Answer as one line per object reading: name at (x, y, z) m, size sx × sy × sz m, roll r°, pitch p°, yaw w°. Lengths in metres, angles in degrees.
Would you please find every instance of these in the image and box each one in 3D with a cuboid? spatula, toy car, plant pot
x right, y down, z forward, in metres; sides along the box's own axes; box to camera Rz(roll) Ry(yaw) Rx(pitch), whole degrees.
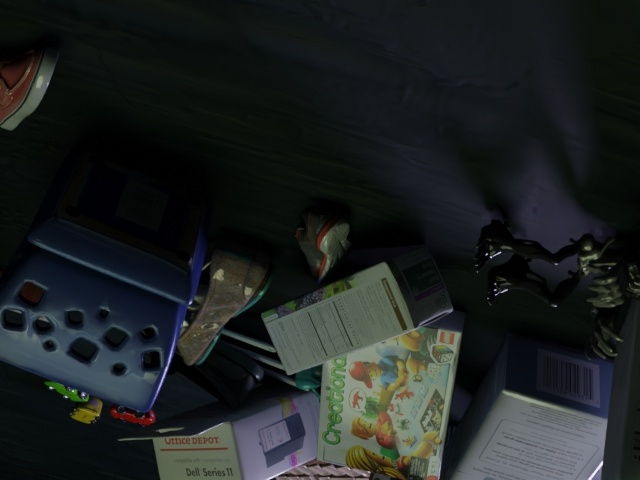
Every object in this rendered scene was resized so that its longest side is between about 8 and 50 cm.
spatula at (-0.138, 0.179, 1.625) m, size 0.242 × 0.019 × 0.168 m, roll 16°, pitch 152°, yaw 39°
toy car at (-0.487, 0.327, 2.101) m, size 0.239 × 0.053 × 0.225 m, roll -5°, pitch 145°, yaw 33°
plant pot at (-0.264, 0.035, 1.236) m, size 0.236 × 0.236 × 0.212 m, roll 23°, pitch 120°, yaw -12°

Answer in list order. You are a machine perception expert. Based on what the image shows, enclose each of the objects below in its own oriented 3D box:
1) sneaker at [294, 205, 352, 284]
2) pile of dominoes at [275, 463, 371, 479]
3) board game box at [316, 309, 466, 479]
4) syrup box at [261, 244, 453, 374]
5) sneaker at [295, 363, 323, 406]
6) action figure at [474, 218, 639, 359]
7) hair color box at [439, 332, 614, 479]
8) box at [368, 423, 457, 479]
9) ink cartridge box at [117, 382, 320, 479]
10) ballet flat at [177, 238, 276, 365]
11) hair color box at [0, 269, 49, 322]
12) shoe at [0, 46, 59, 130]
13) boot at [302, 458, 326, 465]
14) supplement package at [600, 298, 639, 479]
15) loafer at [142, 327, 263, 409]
sneaker at (0.000, 0.000, 1.266) m, size 0.065 × 0.061 × 0.158 m, roll 38°, pitch 156°, yaw 16°
pile of dominoes at (0.020, 0.526, 2.246) m, size 0.251 × 0.040 × 0.196 m, roll -3°, pitch 147°, yaw 16°
board game box at (0.099, 0.221, 1.464) m, size 0.193 × 0.053 × 0.305 m, roll 10°, pitch 124°, yaw 11°
syrup box at (0.044, 0.092, 1.287) m, size 0.237 × 0.096 × 0.093 m, roll -27°, pitch 176°, yaw 41°
sneaker at (0.037, 0.248, 1.624) m, size 0.107 × 0.110 × 0.275 m, roll -6°, pitch 146°, yaw 35°
action figure at (0.315, 0.050, 1.090) m, size 0.276 × 0.141 × 0.164 m, roll 5°, pitch 139°, yaw 22°
hair color box at (0.305, 0.315, 1.499) m, size 0.185 × 0.113 × 0.374 m, roll 16°, pitch 135°, yaw 0°
box at (0.168, 0.456, 1.789) m, size 0.142 × 0.247 × 0.163 m, roll 21°, pitch 151°, yaw -9°
ink cartridge box at (-0.135, 0.332, 1.657) m, size 0.207 × 0.119 × 0.353 m, roll -12°, pitch 180°, yaw 42°
ballet flat at (-0.168, 0.084, 1.448) m, size 0.106 × 0.107 × 0.316 m, roll 27°, pitch 140°, yaw -13°
hair color box at (-0.509, 0.094, 1.693) m, size 0.141 × 0.043 × 0.072 m, roll 19°, pitch 153°, yaw -4°
shoe at (-0.352, -0.177, 1.093) m, size 0.081 × 0.063 × 0.178 m, roll 24°, pitch 156°, yaw -26°
boot at (0.062, 0.370, 1.876) m, size 0.115 × 0.112 × 0.305 m, roll 7°, pitch 163°, yaw -32°
supplement package at (0.453, 0.215, 1.184) m, size 0.198 × 0.262 × 0.199 m, roll 9°, pitch 152°, yaw 12°
loafer at (-0.225, 0.193, 1.630) m, size 0.267 × 0.084 × 0.096 m, roll 20°, pitch 153°, yaw 23°
